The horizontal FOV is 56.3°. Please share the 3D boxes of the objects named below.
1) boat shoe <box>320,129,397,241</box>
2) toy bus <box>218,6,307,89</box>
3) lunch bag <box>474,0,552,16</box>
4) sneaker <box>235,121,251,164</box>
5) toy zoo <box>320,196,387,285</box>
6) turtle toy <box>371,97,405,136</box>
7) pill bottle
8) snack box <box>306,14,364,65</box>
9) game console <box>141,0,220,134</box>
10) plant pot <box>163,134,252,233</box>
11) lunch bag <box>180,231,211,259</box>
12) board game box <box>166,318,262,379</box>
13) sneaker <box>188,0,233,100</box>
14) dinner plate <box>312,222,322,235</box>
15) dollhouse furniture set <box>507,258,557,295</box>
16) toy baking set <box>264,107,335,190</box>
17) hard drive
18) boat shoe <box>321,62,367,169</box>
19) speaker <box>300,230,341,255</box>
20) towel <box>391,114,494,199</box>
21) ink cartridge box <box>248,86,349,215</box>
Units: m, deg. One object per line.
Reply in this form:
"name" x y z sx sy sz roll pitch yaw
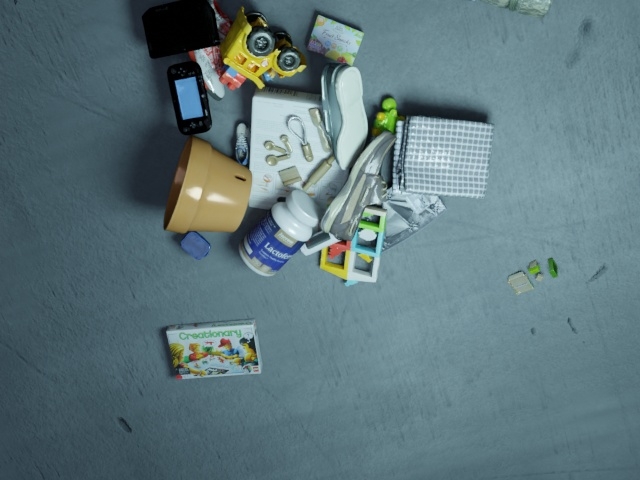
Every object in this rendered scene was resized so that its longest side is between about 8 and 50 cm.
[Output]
"boat shoe" 0.135 -0.154 1.761 0.130 0.132 0.355 33 109 2
"toy bus" -0.180 -0.506 1.686 0.220 0.149 0.211 26 117 -34
"lunch bag" 0.519 -0.756 1.560 0.256 0.212 0.305 22 110 12
"sneaker" -0.236 -0.293 1.832 0.052 0.058 0.135 1 109 2
"toy zoo" 0.100 0.018 1.902 0.192 0.030 0.293 14 119 15
"turtle toy" 0.198 -0.359 1.782 0.095 0.066 0.130 6 110 -25
"pill bottle" -0.122 -0.024 1.856 0.153 0.153 0.265 39 115 -11
"snack box" 0.042 -0.576 1.727 0.141 0.037 0.100 20 108 -4
"game console" -0.370 -0.482 1.681 0.213 0.044 0.361 -5 103 20
"plant pot" -0.331 -0.147 1.790 0.203 0.291 0.291 15 111 -20
"lunch bag" -0.402 0.016 1.948 0.098 0.065 0.067 44 90 -11
"board game box" -0.366 0.379 2.082 0.305 0.053 0.193 -6 109 5
"sneaker" -0.301 -0.552 1.725 0.145 0.090 0.270 -20 105 12
"dinner plate" -0.057 -0.041 1.929 0.141 0.017 0.141 4 113 9
"dollhouse furniture set" 0.691 0.112 1.952 0.151 0.058 0.076 -27 115 32
"toy baking set" -0.051 -0.261 1.768 0.196 0.030 0.256 38 120 -21
"hard drive" 0.248 -0.092 1.882 0.254 0.054 0.172 -35 104 15
"boat shoe" 0.058 -0.348 1.678 0.116 0.099 0.319 -35 139 -29
"speaker" 0.000 0.000 1.882 0.136 0.055 0.055 -25 108 32
"towel" 0.358 -0.241 1.750 0.283 0.121 0.235 2 101 -12
"ink cartridge box" -0.060 -0.263 1.841 0.308 0.091 0.385 7 127 0
